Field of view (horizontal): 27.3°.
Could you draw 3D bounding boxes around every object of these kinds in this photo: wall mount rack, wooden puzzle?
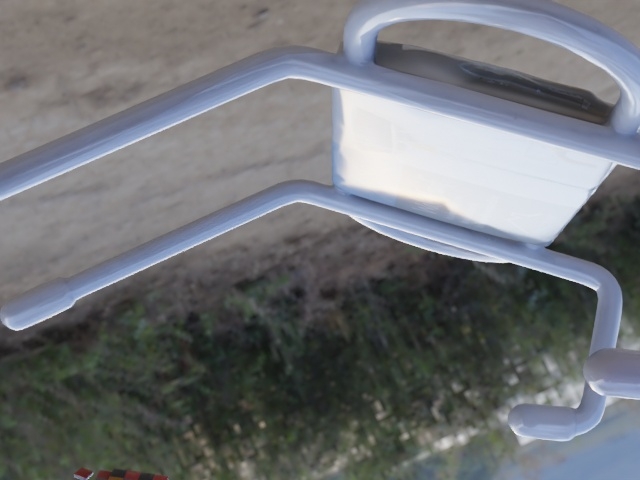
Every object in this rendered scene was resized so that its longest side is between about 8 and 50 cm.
[{"bbox_3d":[0.000,0.000,0.568,0.304,0.130,0.350,14,168,3],"label":"wall mount rack"},{"bbox_3d":[-0.133,0.171,0.888,0.083,0.006,0.049,7,-157,5],"label":"wooden puzzle"}]
